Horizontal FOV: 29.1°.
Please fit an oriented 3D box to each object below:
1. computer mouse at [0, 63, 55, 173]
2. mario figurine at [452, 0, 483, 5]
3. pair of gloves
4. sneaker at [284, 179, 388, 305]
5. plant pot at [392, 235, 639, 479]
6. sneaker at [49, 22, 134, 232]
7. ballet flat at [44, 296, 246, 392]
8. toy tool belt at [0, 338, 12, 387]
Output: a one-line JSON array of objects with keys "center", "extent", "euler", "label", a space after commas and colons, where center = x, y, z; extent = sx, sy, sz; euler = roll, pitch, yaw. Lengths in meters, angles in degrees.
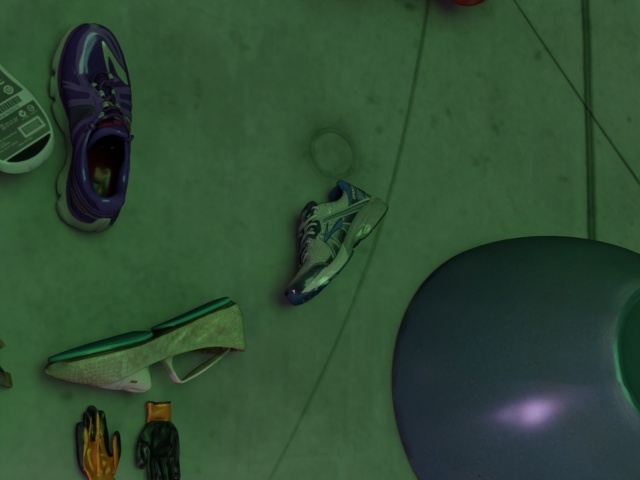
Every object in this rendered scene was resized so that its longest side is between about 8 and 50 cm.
[{"center": [-0.278, -0.122, 0.922], "extent": [0.193, 0.042, 0.106], "euler": [51, 53, 0], "label": "computer mouse"}, {"center": [0.080, -0.333, 1.117], "extent": [0.320, 0.170, 0.198], "euler": [8, 69, -26], "label": "mario figurine"}, {"center": [-0.144, 0.159, 0.931], "extent": [0.083, 0.010, 0.074], "euler": [0, 74, -33], "label": "pair of gloves"}, {"center": [0.000, 0.000, 1.045], "extent": [0.058, 0.052, 0.135], "euler": [40, 52, -3], "label": "sneaker"}, {"center": [0.235, 0.120, 1.052], "extent": [0.290, 0.195, 0.290], "euler": [9, 72, -28], "label": "plant pot"}, {"center": [-0.166, -0.093, 0.958], "extent": [0.068, 0.071, 0.170], "euler": [2, 74, -30], "label": "sneaker"}, {"center": [-0.125, 0.089, 0.938], "extent": [0.168, 0.057, 0.052], "euler": [-18, 94, -32], "label": "ballet flat"}, {"center": [-0.252, 0.076, 0.877], "extent": [0.083, 0.052, 0.051], "euler": [61, 26, -4], "label": "toy tool belt"}]
